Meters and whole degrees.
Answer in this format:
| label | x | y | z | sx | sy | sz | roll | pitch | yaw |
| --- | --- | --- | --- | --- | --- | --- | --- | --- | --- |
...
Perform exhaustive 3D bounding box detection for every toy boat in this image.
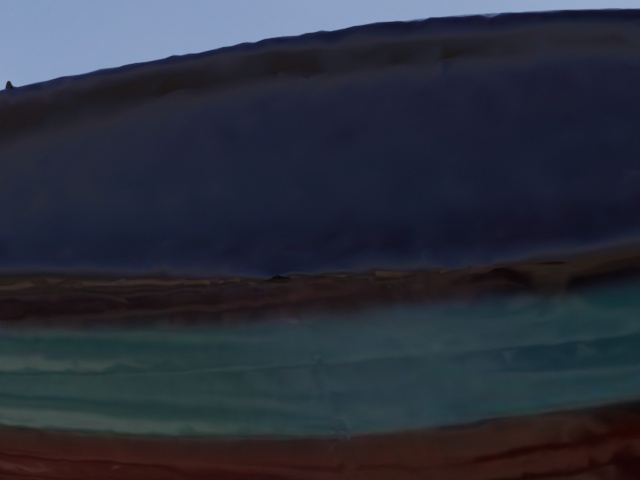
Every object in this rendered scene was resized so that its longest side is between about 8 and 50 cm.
| label | x | y | z | sx | sy | sz | roll | pitch | yaw |
| --- | --- | --- | --- | --- | --- | --- | --- | --- | --- |
| toy boat | 0.000 | 0.000 | 0.412 | 0.392 | 0.136 | 0.079 | -5 | -32 | 12 |
